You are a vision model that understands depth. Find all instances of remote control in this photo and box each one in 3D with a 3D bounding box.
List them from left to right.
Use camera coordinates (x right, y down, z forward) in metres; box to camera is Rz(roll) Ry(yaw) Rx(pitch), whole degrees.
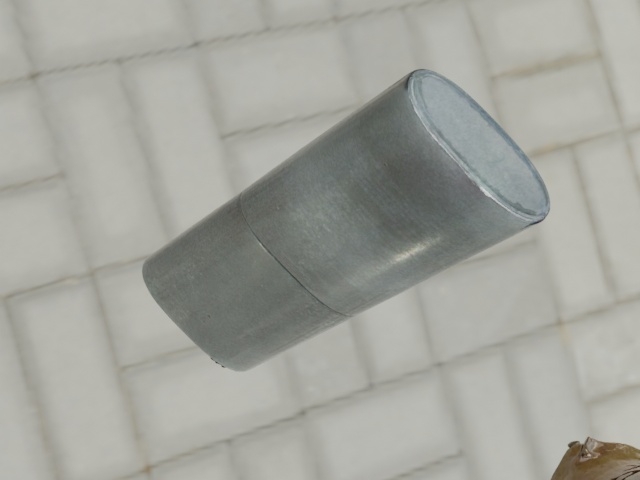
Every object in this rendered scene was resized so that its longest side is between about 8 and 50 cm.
[{"bbox_3d":[0.000,0.000,1.168,0.107,0.377,0.044,49,60,-5],"label":"remote control"}]

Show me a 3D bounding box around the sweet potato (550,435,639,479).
[{"bbox_3d":[0.257,0.216,1.217,0.131,0.336,0.131,-3,97,-22],"label":"sweet potato"}]
